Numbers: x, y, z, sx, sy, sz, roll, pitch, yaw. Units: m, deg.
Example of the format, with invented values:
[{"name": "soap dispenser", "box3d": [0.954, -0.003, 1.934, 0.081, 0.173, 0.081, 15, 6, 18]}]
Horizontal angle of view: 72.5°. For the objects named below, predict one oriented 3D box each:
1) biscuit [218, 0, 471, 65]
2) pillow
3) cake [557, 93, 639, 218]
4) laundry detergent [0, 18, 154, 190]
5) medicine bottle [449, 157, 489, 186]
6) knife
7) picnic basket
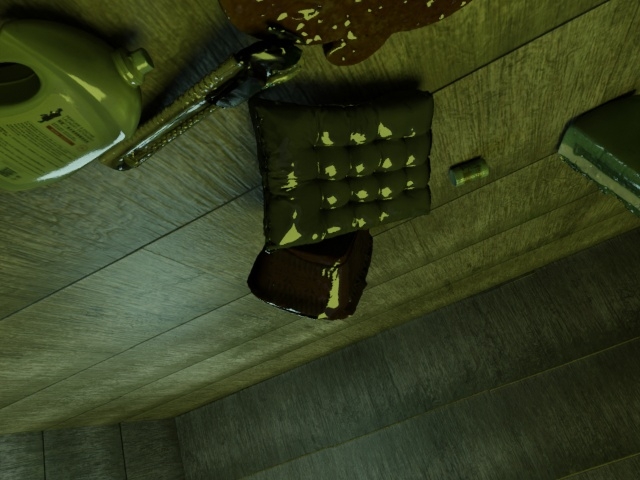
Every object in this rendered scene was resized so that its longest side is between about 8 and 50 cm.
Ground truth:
[{"name": "biscuit", "box3d": [0.057, -0.327, 0.471, 0.368, 0.063, 0.314, -13, 159, -12]}, {"name": "pillow", "box3d": [0.047, -0.125, 0.714, 0.326, 0.101, 0.228, -12, 114, -20]}, {"name": "cake", "box3d": [0.693, -0.174, 1.045, 0.172, 0.283, 0.158, -9, 159, 17]}, {"name": "laundry detergent", "box3d": [-0.312, -0.160, 0.505, 0.253, 0.091, 0.181, -23, 150, 7]}, {"name": "medicine bottle", "box3d": [0.362, -0.166, 1.065, 0.083, 0.047, 0.047, -19, 156, 1]}, {"name": "knife", "box3d": [-0.174, -0.167, 0.593, 0.365, 0.043, 0.089, -22, 160, 28]}, {"name": "picnic basket", "box3d": [0.000, 0.000, 0.845, 0.223, 0.297, 0.129, 17, 130, 6]}]
